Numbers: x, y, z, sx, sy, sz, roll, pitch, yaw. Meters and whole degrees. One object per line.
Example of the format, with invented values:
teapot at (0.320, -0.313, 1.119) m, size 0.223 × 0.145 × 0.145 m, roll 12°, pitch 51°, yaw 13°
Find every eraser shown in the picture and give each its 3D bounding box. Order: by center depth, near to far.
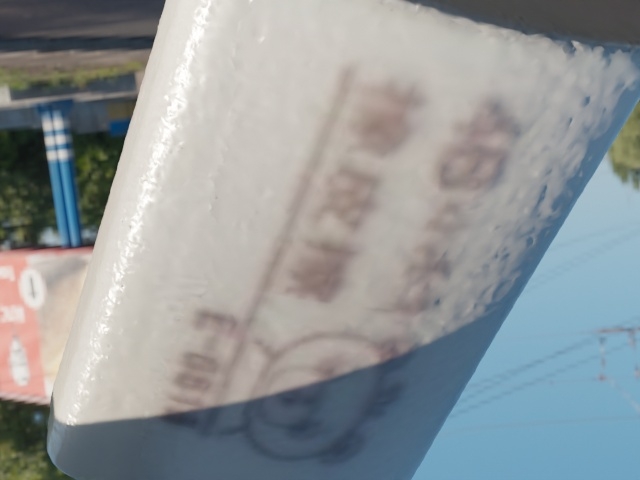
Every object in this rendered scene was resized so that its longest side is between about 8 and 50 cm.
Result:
eraser at (0.000, 0.000, 0.466) m, size 0.174 × 0.270 × 0.094 m, roll 10°, pitch -143°, yaw -19°
